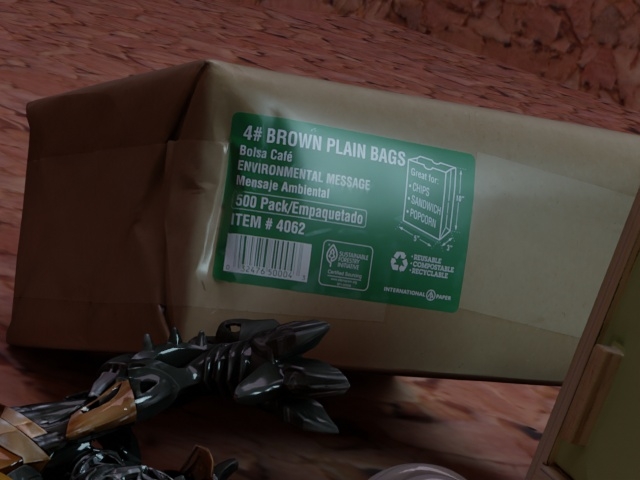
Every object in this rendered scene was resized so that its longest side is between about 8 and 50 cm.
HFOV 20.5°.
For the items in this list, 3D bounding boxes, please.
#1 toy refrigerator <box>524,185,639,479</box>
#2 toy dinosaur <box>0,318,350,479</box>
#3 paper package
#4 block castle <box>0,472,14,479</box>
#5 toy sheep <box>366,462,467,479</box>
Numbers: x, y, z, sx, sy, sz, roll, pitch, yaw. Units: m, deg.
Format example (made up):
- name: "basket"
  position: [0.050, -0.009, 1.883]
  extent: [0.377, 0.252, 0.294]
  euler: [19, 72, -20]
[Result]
- name: "toy refrigerator"
  position: [0.165, 0.105, 0.843]
  extent: [0.094, 0.269, 0.102]
  euler: [13, 14, -29]
- name: "toy dinosaur"
  position: [-0.108, 0.115, 0.820]
  extent: [0.218, 0.164, 0.322]
  euler: [-11, 47, -26]
- name: "paper package"
  position: [0.000, 0.000, 1.133]
  extent: [0.325, 0.168, 0.309]
  euler: [8, -6, -29]
- name: "block castle"
  position: [-0.064, 0.212, 0.354]
  extent: [0.453, 0.212, 0.303]
  euler: [28, 6, 21]
- name: "toy sheep"
  position: [0.048, 0.158, 0.924]
  extent: [0.091, 0.091, 0.132]
  euler: [14, -12, -3]
